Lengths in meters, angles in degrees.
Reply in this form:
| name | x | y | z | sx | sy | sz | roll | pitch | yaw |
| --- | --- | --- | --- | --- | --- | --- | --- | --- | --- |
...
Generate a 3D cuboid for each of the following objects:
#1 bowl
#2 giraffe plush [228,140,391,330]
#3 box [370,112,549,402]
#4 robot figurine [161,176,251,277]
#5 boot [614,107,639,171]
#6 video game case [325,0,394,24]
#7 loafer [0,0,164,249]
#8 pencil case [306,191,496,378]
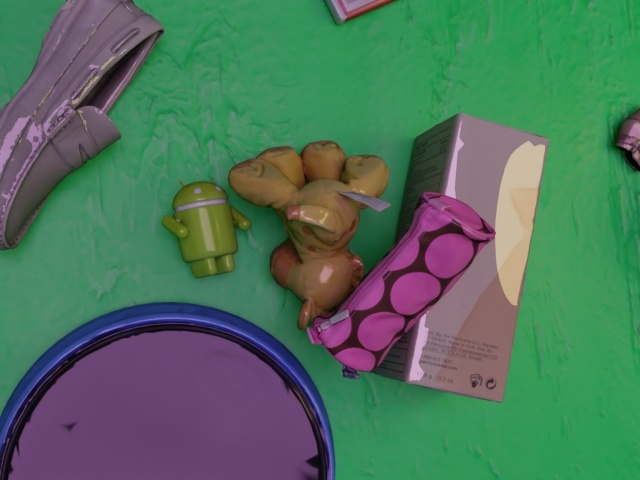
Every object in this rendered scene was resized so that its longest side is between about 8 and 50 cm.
| name | x | y | z | sx | sy | sz | roll | pitch | yaw |
| --- | --- | --- | --- | --- | --- | --- | --- | --- | --- |
| bowl | -0.167 | 0.264 | 0.846 | 0.392 | 0.077 | 0.390 | 1 | 85 | -13 |
| giraffe plush | 0.000 | 0.000 | 0.877 | 0.182 | 0.210 | 0.170 | -13 | 122 | -26 |
| box | 0.161 | 0.022 | 0.908 | 0.121 | 0.148 | 0.311 | 14 | 83 | -12 |
| robot figurine | -0.133 | -0.016 | 0.881 | 0.101 | 0.067 | 0.115 | -9 | 87 | -39 |
| boot | 0.461 | -0.131 | 1.047 | 0.118 | 0.042 | 0.087 | 37 | 85 | -7 |
| video game case | 0.101 | -0.426 | 0.993 | 0.285 | 0.025 | 0.204 | -27 | 91 | -14 |
| loafer | -0.277 | -0.130 | 0.836 | 0.112 | 0.112 | 0.319 | 23 | 80 | -2 |
| pencil case | 0.080 | 0.042 | 0.786 | 0.098 | 0.095 | 0.209 | 27 | 109 | -36 |
